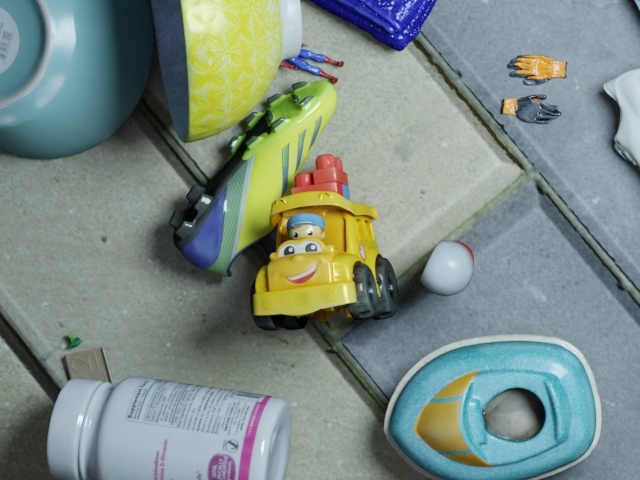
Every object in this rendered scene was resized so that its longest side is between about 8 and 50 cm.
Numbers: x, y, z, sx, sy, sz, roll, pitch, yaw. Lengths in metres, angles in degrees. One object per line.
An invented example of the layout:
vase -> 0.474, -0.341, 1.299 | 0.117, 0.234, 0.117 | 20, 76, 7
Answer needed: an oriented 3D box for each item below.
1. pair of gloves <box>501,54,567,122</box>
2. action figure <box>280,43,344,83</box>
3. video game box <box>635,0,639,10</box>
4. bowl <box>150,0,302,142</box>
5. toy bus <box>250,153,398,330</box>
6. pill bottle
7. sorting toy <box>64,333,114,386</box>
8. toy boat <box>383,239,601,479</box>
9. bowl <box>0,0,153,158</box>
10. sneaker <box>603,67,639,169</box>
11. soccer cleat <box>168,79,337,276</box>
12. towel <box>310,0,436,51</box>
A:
pair of gloves -> 0.265, -0.188, 1.800 | 0.074, 0.010, 0.083 | 9, 97, 10
action figure -> -0.029, -0.234, 1.846 | 0.115, 0.030, 0.038 | 22, 103, 11
video game box -> 0.469, -0.322, 1.720 | 0.205, 0.048, 0.187 | -27, 92, 16
bowl -> -0.110, -0.269, 1.754 | 0.156, 0.289, 0.289 | -8, 93, -11
toy bus -> 0.000, 0.000, 1.767 | 0.150, 0.220, 0.211 | -6, 87, 16
pill bottle -> -0.190, 0.260, 1.848 | 0.283, 0.160, 0.160 | 7, 96, 11
sorting toy -> -0.311, 0.161, 1.938 | 0.062, 0.012, 0.083 | -13, 95, 16
toy boat -> 0.188, 0.151, 1.771 | 0.268, 0.148, 0.318 | -15, 92, 12
bowl -> -0.383, -0.255, 1.835 | 0.312, 0.163, 0.311 | 1, 95, 14
sneaker -> 0.402, -0.106, 1.757 | 0.094, 0.080, 0.212 | -11, 102, 37
soccer cleat -> -0.068, -0.079, 1.849 | 0.121, 0.093, 0.289 | 38, 97, -25
towel -> 0.027, -0.400, 1.797 | 0.308, 0.076, 0.227 | 31, 100, 7
